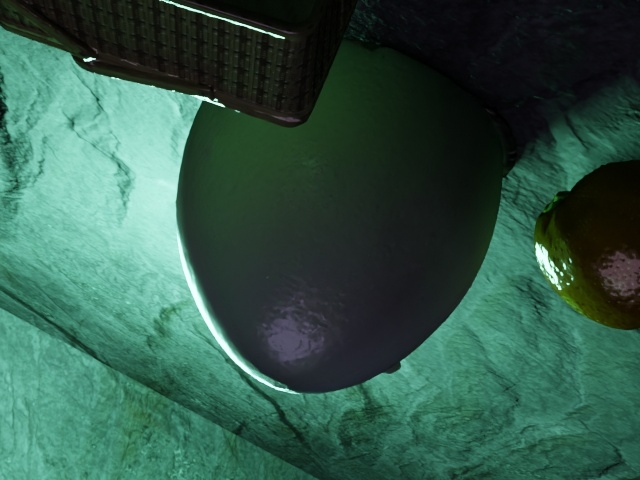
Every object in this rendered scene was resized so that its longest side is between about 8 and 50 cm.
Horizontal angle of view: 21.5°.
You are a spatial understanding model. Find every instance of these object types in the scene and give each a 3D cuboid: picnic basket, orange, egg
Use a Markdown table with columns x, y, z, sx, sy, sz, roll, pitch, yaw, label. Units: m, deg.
| x | y | z | sx | sy | sz | roll | pitch | yaw | label |
| --- | --- | --- | --- | --- | --- | --- | --- | --- | --- |
| -0.119 | -0.260 | 1.425 | 0.313 | 0.228 | 0.175 | 18 | 157 | 6 | picnic basket |
| 0.321 | 0.007 | 1.771 | 0.179 | 0.158 | 0.237 | 28 | 159 | -15 | orange |
| 0.000 | 0.000 | 1.811 | 0.354 | 0.340 | 0.354 | 18 | 158 | 8 | egg |
